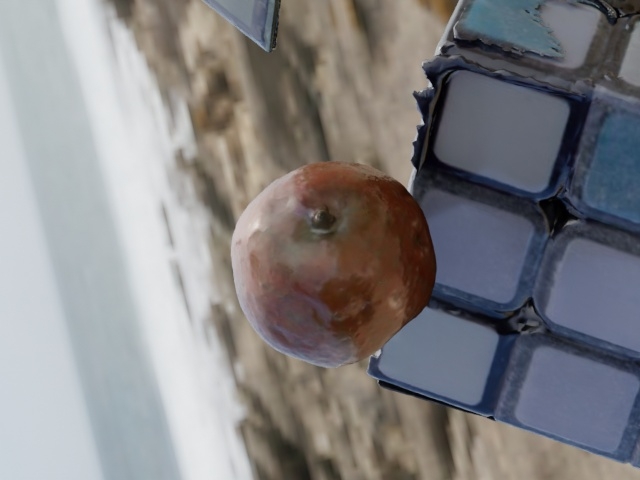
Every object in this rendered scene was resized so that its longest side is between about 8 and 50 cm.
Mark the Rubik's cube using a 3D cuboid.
[{"bbox_3d":[0.265,-0.063,1.520,0.359,0.363,0.362,-65,-11,-51],"label":"Rubik's cube"}]

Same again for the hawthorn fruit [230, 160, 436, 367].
[{"bbox_3d":[0.008,-0.003,1.337,0.189,0.149,0.149,89,165,-45],"label":"hawthorn fruit"}]

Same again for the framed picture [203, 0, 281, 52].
[{"bbox_3d":[-0.109,-0.225,1.169,0.231,0.010,0.173,40,158,12],"label":"framed picture"}]
